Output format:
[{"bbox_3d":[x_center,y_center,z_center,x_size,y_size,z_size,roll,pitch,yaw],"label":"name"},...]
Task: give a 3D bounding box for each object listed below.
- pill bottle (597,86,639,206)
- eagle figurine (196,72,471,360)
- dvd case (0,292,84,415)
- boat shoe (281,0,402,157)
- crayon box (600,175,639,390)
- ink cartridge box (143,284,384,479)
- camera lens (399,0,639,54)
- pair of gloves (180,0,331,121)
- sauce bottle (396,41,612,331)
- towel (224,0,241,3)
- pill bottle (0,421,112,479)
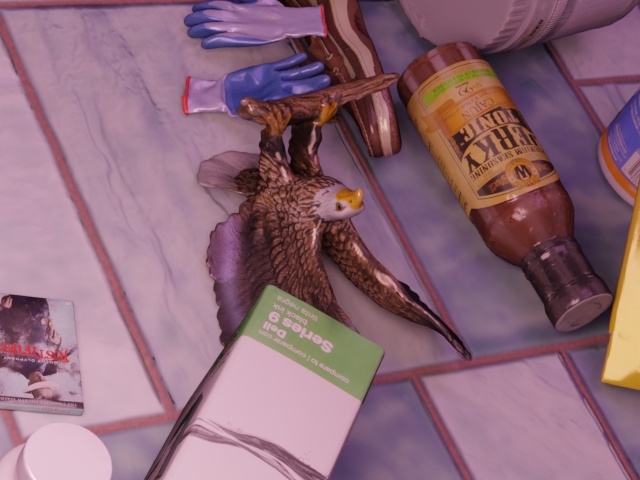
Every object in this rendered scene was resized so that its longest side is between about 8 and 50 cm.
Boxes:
[{"bbox_3d":[0.448,-0.159,1.992,0.152,0.272,0.152,17,46,-18],"label":"pill bottle"},{"bbox_3d":[0.001,0.000,1.691,0.226,0.225,0.298,-14,90,7],"label":"eagle figurine"},{"bbox_3d":[-0.256,0.100,1.544,0.087,0.013,0.119,8,50,-24],"label":"dvd case"},{"bbox_3d":[0.016,-0.188,1.914,0.095,0.095,0.257,-18,55,1],"label":"boat shoe"},{"bbox_3d":[0.422,0.016,1.831,0.202,0.081,0.318,12,86,15],"label":"crayon box"},{"bbox_3d":[-0.080,0.210,1.407,0.121,0.211,0.289,31,44,-4],"label":"ink cartridge box"},{"bbox_3d":[0.248,-0.344,2.074,0.274,0.219,0.219,-19,64,-40],"label":"camera lens"},{"bbox_3d":[-0.069,-0.202,1.858,0.159,0.023,0.198,-1,55,1],"label":"pair of gloves"},{"bbox_3d":[0.203,-0.060,1.881,0.111,0.111,0.344,-10,58,-36],"label":"sauce bottle"},{"bbox_3d":[0.011,-0.394,2.014,0.336,0.243,0.040,-76,148,-45],"label":"towel"},{"bbox_3d":[-0.221,0.214,1.352,0.094,0.169,0.094,16,46,-18],"label":"pill bottle"}]
